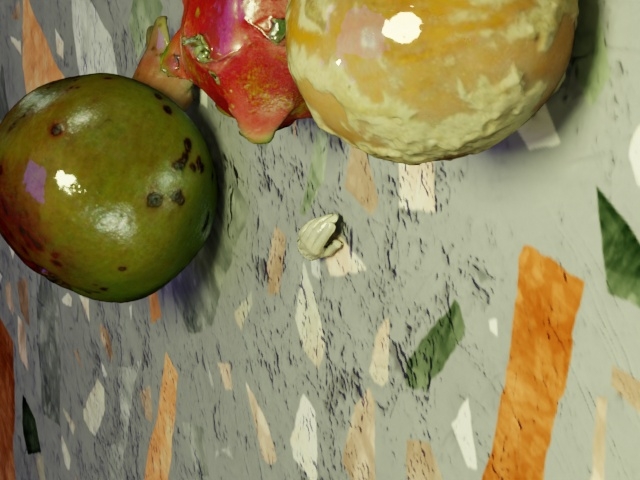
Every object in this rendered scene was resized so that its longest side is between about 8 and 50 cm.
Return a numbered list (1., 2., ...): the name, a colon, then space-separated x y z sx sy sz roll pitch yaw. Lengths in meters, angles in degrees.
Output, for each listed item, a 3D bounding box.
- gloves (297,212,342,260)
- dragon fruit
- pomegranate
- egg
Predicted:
1. gloves: -0.001 0.001 1.616 0.044 0.037 0.081 40 137 8
2. dragon fruit: -0.056 -0.207 1.530 0.269 0.198 0.200 -122 21 -71
3. pomegranate: -0.223 -0.078 1.902 0.290 0.323 0.291 33 146 26
4. egg: 0.080 -0.150 1.198 0.233 0.195 0.195 -14 82 49
